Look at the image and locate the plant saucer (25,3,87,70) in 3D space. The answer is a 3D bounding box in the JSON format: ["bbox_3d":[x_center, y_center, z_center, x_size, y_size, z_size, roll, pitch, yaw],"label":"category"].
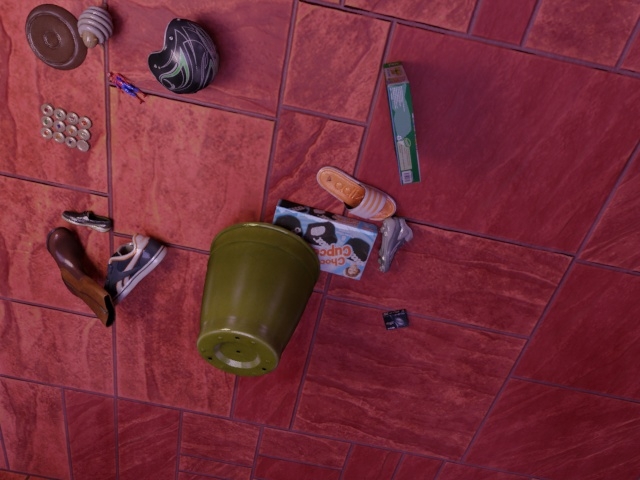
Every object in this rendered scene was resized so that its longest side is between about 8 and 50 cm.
[{"bbox_3d":[-0.715,-0.541,1.313,0.168,0.029,0.169,2,121,4],"label":"plant saucer"}]

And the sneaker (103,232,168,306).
[{"bbox_3d":[-0.648,0.094,1.628,0.127,0.126,0.321,41,110,-19],"label":"sneaker"}]

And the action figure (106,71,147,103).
[{"bbox_3d":[-0.544,-0.430,1.366,0.115,0.030,0.038,36,122,-14],"label":"action figure"}]

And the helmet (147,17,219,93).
[{"bbox_3d":[-0.339,-0.469,1.249,0.161,0.169,0.169,-23,117,35],"label":"helmet"}]

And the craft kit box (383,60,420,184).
[{"bbox_3d":[0.206,-0.305,1.252,0.060,0.247,0.250,-10,120,7],"label":"craft kit box"}]

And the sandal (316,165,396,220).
[{"bbox_3d":[0.103,-0.125,1.464,0.265,0.076,0.102,27,119,-12],"label":"sandal"}]

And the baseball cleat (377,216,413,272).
[{"bbox_3d":[0.237,0.018,1.542,0.109,0.072,0.206,-6,129,-8],"label":"baseball cleat"}]

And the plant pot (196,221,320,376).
[{"bbox_3d":[-0.207,0.196,1.470,0.366,0.353,0.367,6,135,6],"label":"plant pot"}]

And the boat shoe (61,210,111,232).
[{"bbox_3d":[-0.752,-0.073,1.580,0.152,0.056,0.049,17,116,-16],"label":"boat shoe"}]

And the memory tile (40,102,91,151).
[{"bbox_3d":[-0.753,-0.332,1.447,0.147,0.012,0.113,18,120,-7],"label":"memory tile"}]

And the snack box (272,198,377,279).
[{"bbox_3d":[0.000,0.000,1.555,0.321,0.060,0.187,15,121,-4],"label":"snack box"}]

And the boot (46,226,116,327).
[{"bbox_3d":[-0.769,0.117,1.575,0.280,0.096,0.264,33,128,32],"label":"boot"}]

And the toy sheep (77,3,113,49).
[{"bbox_3d":[-0.574,-0.551,1.253,0.091,0.132,0.091,7,163,2],"label":"toy sheep"}]

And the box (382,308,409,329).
[{"bbox_3d":[0.265,0.278,1.722,0.083,0.018,0.067,-12,118,11],"label":"box"}]
